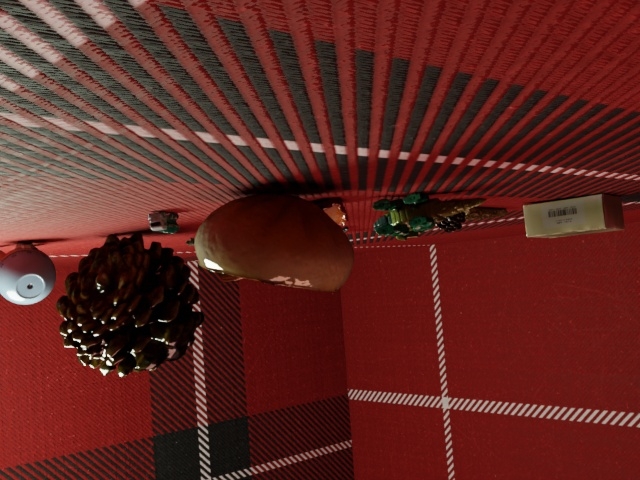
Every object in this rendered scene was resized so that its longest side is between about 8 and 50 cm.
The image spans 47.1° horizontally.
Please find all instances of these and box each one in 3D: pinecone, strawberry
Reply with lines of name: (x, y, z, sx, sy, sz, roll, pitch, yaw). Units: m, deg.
pinecone: (-0.507, 0.187, 1.993, 0.398, 0.397, 0.398, -4, 177, 0)
strawberry: (0.012, -0.062, 1.569, 0.104, 0.048, 0.152, 4, 158, -15)
pinecone: (0.304, -0.058, 1.737, 0.077, 0.077, 0.083, -5, 173, 13)

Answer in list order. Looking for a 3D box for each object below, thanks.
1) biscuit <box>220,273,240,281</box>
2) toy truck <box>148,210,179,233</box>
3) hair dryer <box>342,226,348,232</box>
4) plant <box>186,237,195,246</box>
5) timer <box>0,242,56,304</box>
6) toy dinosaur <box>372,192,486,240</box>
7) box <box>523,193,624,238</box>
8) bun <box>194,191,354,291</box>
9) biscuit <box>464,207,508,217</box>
biscuit: (-0.153, 0.033, 2.118, 0.324, 0.049, 0.205, -29, -159, -31)
toy truck: (-0.330, -0.037, 1.550, 0.039, 0.044, 0.083, -8, 176, 16)
hair dryer: (0.000, 0.000, 2.389, 0.070, 0.128, 0.255, -9, 160, -49)
plant: (-0.370, 0.011, 2.295, 0.102, 0.051, 0.051, 7, 176, -2)
timer: (-0.827, 0.062, 2.047, 0.175, 0.255, 0.175, -17, 142, -13)
toy dinosaur: (0.219, -0.058, 1.568, 0.259, 0.094, 0.153, -15, 172, 28)
box: (0.670, -0.062, 1.941, 0.212, 0.095, 0.168, -8, 177, 38)
bun: (-0.077, -0.008, 1.356, 0.299, 0.164, 0.299, 13, -179, 0)
biscuit: (0.413, -0.072, 2.035, 0.131, 0.025, 0.231, -8, 175, 43)
